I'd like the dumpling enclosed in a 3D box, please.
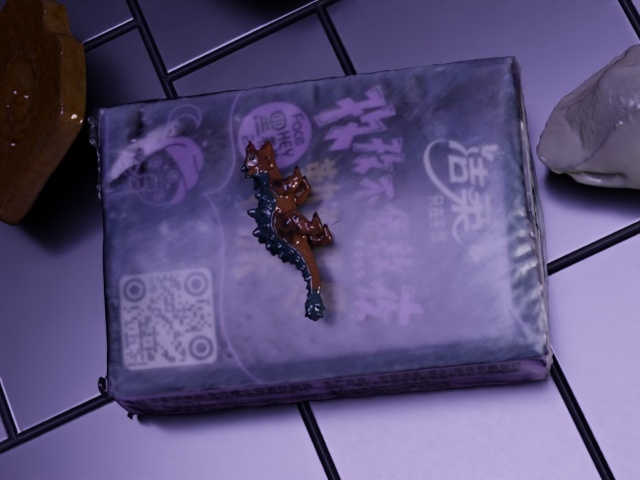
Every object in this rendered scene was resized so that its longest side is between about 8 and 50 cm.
[{"bbox_3d":[0.269,-0.116,1.241,0.181,0.111,0.155,6,43,3],"label":"dumpling"}]

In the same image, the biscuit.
[{"bbox_3d":[-0.262,-0.129,1.337,0.182,0.034,0.215,-51,45,29],"label":"biscuit"}]

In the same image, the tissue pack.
[{"bbox_3d":[0.000,0.000,1.252,0.361,0.122,0.259,-7,75,8],"label":"tissue pack"}]

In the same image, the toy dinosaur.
[{"bbox_3d":[-0.024,-0.011,1.171,0.055,0.049,0.154,-21,71,4],"label":"toy dinosaur"}]
